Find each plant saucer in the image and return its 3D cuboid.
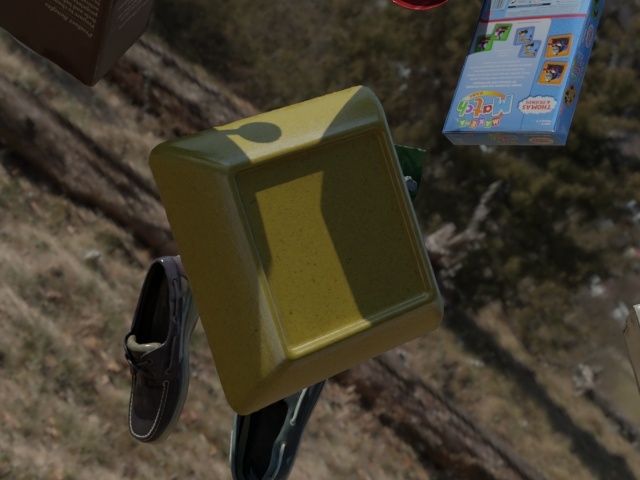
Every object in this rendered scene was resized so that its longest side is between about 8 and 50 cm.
[{"bbox_3d":[0.000,0.000,1.387,0.332,0.081,0.333,-21,96,-32],"label":"plant saucer"}]

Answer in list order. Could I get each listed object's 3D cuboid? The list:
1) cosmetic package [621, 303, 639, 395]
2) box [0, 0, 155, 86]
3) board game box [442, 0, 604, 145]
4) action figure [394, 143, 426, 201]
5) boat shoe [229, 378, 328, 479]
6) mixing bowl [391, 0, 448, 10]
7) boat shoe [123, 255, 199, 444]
[{"bbox_3d":[0.505,0.102,1.283,0.160,0.309,0.113,54,22,-73],"label":"cosmetic package"},{"bbox_3d":[-0.265,-0.369,1.286,0.191,0.381,0.143,34,52,1],"label":"box"},{"bbox_3d":[0.256,-0.220,1.464,0.039,0.160,0.212,40,63,-46],"label":"board game box"},{"bbox_3d":[0.035,-0.106,1.654,0.232,0.137,0.063,29,23,31],"label":"action figure"},{"bbox_3d":[-0.062,0.220,1.692,0.099,0.116,0.320,16,88,-75],"label":"boat shoe"},{"bbox_3d":[0.155,-0.401,1.540,0.098,0.181,0.181,-20,77,-48],"label":"mixing bowl"},{"bbox_3d":[-0.244,0.158,1.701,0.102,0.285,0.092,15,1,37],"label":"boat shoe"}]
